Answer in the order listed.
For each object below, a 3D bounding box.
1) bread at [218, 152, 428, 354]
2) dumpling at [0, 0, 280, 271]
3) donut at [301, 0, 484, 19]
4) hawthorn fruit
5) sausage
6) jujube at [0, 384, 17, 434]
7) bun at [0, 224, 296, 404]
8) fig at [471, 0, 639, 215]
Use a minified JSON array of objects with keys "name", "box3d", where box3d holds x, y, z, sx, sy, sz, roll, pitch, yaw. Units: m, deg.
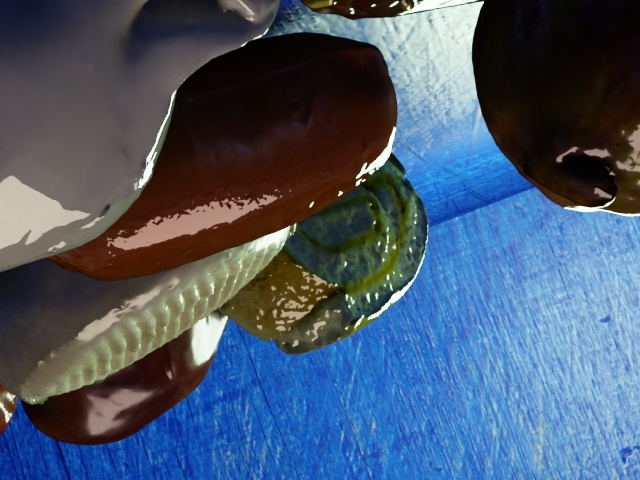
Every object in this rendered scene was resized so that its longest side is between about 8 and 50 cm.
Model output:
[{"name":"bread","box3d":[0.000,0.000,1.487,0.124,0.186,0.257,-31,177,42]},{"name":"dumpling","box3d":[-0.141,-0.070,0.594,0.258,0.147,0.193,-20,-156,-6]},{"name":"donut","box3d":[0.085,-0.166,0.617,0.230,0.096,0.216,-19,177,-14]},{"name":"hawthorn fruit","box3d":[-0.189,0.085,1.521,0.248,0.208,0.208,-15,174,-9]},{"name":"sausage","box3d":[-0.067,-0.056,0.984,0.258,0.133,0.133,-20,175,-16]},{"name":"jujube","box3d":[-0.437,0.157,1.617,0.236,0.168,0.168,-4,179,16]},{"name":"bun","box3d":[-0.157,0.012,1.238,0.287,0.146,0.287,-35,176,-3]},{"name":"fig","box3d":[0.211,-0.117,1.007,0.224,0.224,0.263,-24,170,34]}]
